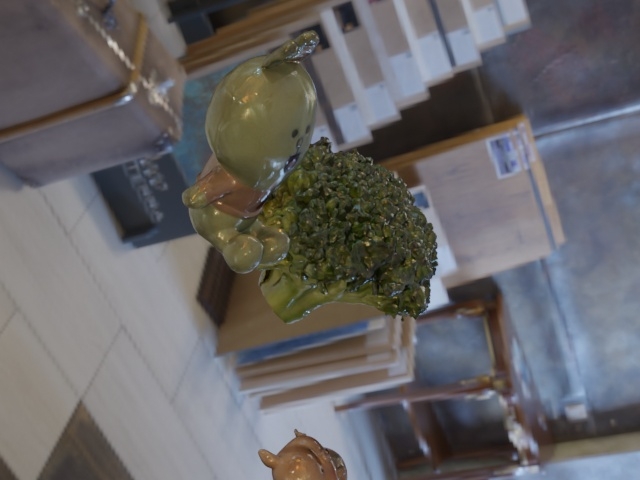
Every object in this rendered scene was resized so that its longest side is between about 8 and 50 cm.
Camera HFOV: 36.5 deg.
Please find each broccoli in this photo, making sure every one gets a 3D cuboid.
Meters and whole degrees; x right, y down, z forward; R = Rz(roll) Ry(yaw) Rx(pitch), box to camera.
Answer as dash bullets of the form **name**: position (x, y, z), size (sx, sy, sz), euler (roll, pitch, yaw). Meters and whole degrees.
- **broccoli**: position (0.018, -0.017, 1.398), size (0.334, 0.272, 0.324), euler (59, -2, 40)

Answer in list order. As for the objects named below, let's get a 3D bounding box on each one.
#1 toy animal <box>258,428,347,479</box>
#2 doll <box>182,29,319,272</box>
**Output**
- **toy animal**: position (-0.011, 0.292, 1.204), size (0.150, 0.083, 0.089), euler (30, 89, -54)
- **doll**: position (-0.076, -0.097, 1.029), size (0.155, 0.113, 0.275), euler (-27, 137, -52)
